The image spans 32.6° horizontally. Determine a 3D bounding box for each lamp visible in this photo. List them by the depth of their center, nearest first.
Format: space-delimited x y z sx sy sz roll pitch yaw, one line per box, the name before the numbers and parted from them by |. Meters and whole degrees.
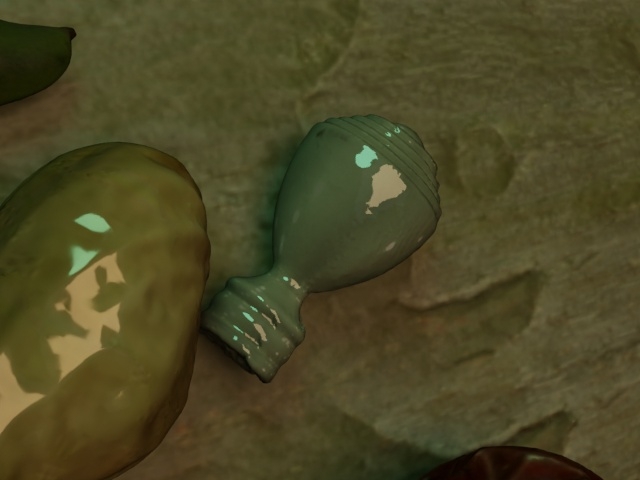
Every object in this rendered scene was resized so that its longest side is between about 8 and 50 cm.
lamp | 0.000 0.000 0.711 0.106 0.106 0.193 45 78 -17

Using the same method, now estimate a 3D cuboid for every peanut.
peanut | -0.157 0.086 0.599 0.147 0.147 0.319 38 68 -19

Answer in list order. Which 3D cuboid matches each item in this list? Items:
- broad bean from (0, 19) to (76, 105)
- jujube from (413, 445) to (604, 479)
broad bean | -0.292 -0.102 0.592 0.325 0.067 0.075 -8 60 -25
jujube | 0.116 0.305 0.697 0.216 0.216 0.342 -6 94 -27
